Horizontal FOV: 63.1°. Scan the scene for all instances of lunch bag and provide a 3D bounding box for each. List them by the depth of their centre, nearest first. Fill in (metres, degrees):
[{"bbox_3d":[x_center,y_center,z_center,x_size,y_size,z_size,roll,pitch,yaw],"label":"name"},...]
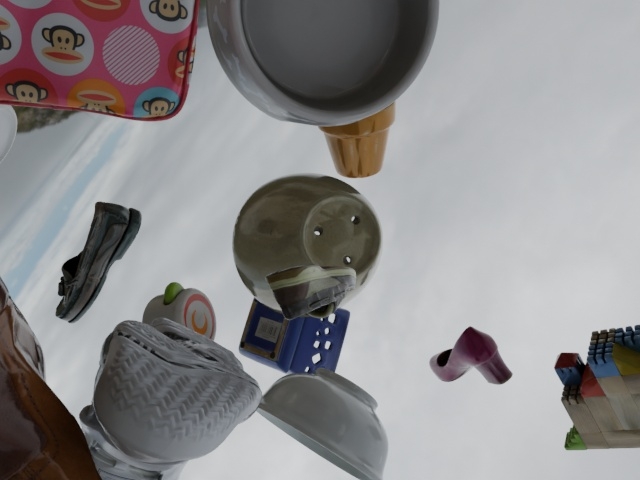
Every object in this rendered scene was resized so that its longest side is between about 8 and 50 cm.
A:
[{"bbox_3d":[-0.283,-0.278,0.577,0.120,0.293,0.258,-119,-140,-51],"label":"lunch bag"}]

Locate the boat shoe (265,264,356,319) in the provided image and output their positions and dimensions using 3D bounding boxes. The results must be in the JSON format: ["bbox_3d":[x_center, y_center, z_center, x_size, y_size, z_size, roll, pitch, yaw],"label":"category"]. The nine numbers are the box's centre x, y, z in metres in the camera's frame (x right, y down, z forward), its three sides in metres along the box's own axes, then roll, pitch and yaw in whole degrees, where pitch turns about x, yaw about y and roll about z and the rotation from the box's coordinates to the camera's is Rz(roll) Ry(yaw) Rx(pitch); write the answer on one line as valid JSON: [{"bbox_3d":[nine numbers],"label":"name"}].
[{"bbox_3d":[-0.005,0.051,0.508,0.056,0.152,0.049,-12,-98,26],"label":"boat shoe"}]

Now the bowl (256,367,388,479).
[{"bbox_3d":[0.019,0.342,1.017,0.298,0.298,0.134,-5,-133,57],"label":"bowl"}]

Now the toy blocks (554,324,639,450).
[{"bbox_3d":[0.652,0.296,1.081,0.381,0.261,0.191,-23,-166,41],"label":"toy blocks"}]

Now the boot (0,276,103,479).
[{"bbox_3d":[-0.172,0.129,0.286,0.096,0.280,0.264,-30,170,-31],"label":"boot"}]

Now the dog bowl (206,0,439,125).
[{"bbox_3d":[0.014,-0.332,0.761,0.349,0.349,0.102,-49,-156,5],"label":"dog bowl"}]

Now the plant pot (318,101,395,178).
[{"bbox_3d":[0.095,-0.273,1.362,0.205,0.188,0.205,-4,-147,3],"label":"plant pot"}]

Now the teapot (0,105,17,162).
[{"bbox_3d":[-0.846,-0.259,1.180,0.252,0.187,0.256,-59,-176,16],"label":"teapot"}]

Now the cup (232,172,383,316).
[{"bbox_3d":[0.000,0.000,1.092,0.331,0.331,0.237,-59,-166,-15],"label":"cup"}]

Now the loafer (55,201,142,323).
[{"bbox_3d":[-0.426,0.036,0.949,0.267,0.084,0.096,-51,-141,16],"label":"loafer"}]

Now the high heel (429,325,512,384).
[{"bbox_3d":[0.402,0.321,1.554,0.127,0.181,0.377,-38,-176,-24],"label":"high heel"}]

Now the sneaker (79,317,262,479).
[{"bbox_3d":[-0.166,0.192,0.490,0.210,0.137,0.366,-63,-172,-10],"label":"sneaker"}]

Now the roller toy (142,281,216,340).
[{"bbox_3d":[-0.399,0.239,1.467,0.146,0.191,0.209,-14,-117,19],"label":"roller toy"}]

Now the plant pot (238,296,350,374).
[{"bbox_3d":[-0.086,0.266,1.493,0.236,0.212,0.236,9,-103,43],"label":"plant pot"}]
